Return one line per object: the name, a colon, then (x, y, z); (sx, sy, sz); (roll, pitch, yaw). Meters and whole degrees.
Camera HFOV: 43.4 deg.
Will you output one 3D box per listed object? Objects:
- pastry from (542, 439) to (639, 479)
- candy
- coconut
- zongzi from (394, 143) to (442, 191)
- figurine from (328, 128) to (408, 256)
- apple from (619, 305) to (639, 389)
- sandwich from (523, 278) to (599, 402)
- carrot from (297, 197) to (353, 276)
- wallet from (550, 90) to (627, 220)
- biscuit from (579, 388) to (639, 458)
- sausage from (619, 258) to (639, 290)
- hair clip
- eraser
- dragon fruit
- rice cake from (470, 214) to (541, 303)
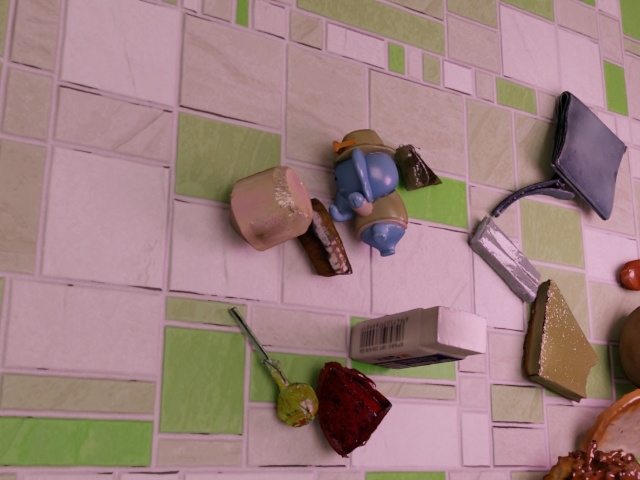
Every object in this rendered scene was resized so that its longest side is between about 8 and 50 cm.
pastry: (0.630, 0.628, 1.740); (0.405, 0.292, 0.338); (27, 55, -12)
candy: (-0.093, 0.236, 1.520); (0.262, 0.073, 0.077); (55, 38, 0)
coconut: (-0.104, -0.060, 1.536); (0.147, 0.152, 0.147); (-20, 90, -75)
zongzi: (0.224, -0.172, 1.828); (0.119, 0.055, 0.109); (-14, 84, -46)
figurine: (0.100, -0.103, 1.670); (0.180, 0.153, 0.262); (5, 69, -46)
apple: (0.879, 0.266, 2.004); (0.256, 0.256, 0.234); (27, 60, -24)
sandwich: (0.588, 0.248, 1.944); (0.212, 0.063, 0.245); (28, 65, -28)
carrot: (0.000, 0.000, 1.622); (0.082, 0.082, 0.173); (-24, 91, -34)
wallet: (0.707, -0.229, 2.119); (0.251, 0.054, 0.291); (37, 51, -23)
biscuit: (0.774, 0.441, 1.952); (0.308, 0.040, 0.205); (12, 111, -30)
sausage: (0.866, 0.091, 2.149); (0.179, 0.089, 0.089); (0, 78, -29)
hair clip: (0.521, -0.112, 2.008); (0.275, 0.048, 0.083); (-17, 85, -30)
eraser: (0.183, 0.193, 1.565); (0.124, 0.279, 0.081); (17, 69, -29)
dragon fruit: (0.048, 0.323, 1.577); (0.127, 0.120, 0.161); (-46, 75, 8)
rice cake: (0.444, 0.047, 1.913); (0.226, 0.040, 0.085); (45, 58, -14)
